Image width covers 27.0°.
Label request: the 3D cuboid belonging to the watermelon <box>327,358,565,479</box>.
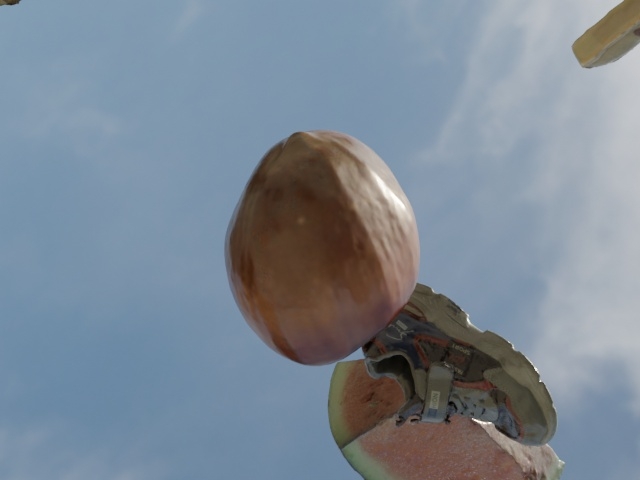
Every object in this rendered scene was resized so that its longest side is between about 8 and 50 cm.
[{"bbox_3d":[0.153,0.249,1.646,0.226,0.318,0.148,112,2,-47],"label":"watermelon"}]

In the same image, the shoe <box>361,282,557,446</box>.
[{"bbox_3d":[0.130,0.147,1.357,0.227,0.099,0.125,39,-119,15],"label":"shoe"}]

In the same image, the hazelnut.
[{"bbox_3d":[0.000,0.000,1.204,0.176,0.214,0.214,-5,-133,8],"label":"hazelnut"}]

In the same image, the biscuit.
[{"bbox_3d":[0.383,-0.272,1.656,0.052,0.056,0.188,66,-30,11],"label":"biscuit"}]

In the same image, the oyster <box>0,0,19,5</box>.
[{"bbox_3d":[-0.416,-0.309,1.541,0.177,0.105,0.056,-22,-124,-1],"label":"oyster"}]
